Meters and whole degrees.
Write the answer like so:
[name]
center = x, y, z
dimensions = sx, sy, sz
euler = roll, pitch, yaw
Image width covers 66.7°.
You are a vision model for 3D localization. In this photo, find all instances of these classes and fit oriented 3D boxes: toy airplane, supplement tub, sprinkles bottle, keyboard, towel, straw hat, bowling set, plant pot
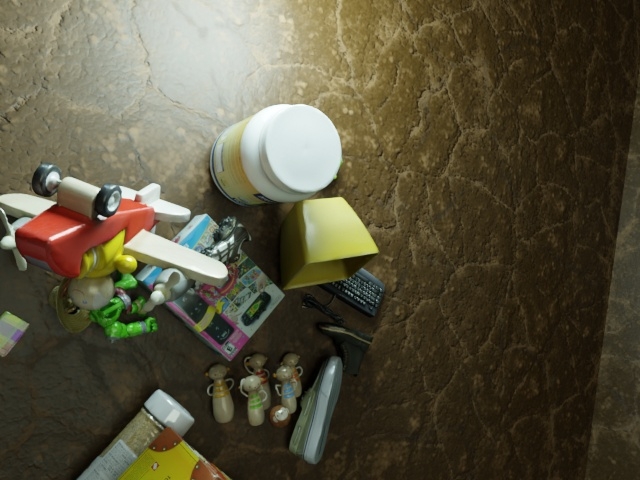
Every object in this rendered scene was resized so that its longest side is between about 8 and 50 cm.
[toy airplane]
center = -0.433, 0.005, 0.994
dimensions = 0.384, 0.386, 0.272
euler = 13, 96, -42
[supplement tub]
center = -0.115, -0.201, 1.189
dimensions = 0.228, 0.316, 0.228
euler = -1, 91, -32
[sprinkles bottle]
center = -0.452, 0.516, 1.104
dimensions = 0.355, 0.121, 0.121
euler = -49, 114, -22
[keyboard]
center = 0.057, 0.150, 1.471
dimensions = 0.317, 0.033, 0.201
euler = 34, 74, -27
[towel]
center = -0.669, 0.198, 1.030
dimensions = 0.060, 0.009, 0.083
euler = 41, 70, -25
[straw hat]
center = -0.556, 0.129, 1.066
dimensions = 0.061, 0.144, 0.144
euler = 2, 89, 9
[bowling set]
center = -0.130, 0.381, 1.267
dimensions = 0.287, 0.200, 0.154
euler = -10, 95, -35
[plant pot]
center = 0.000, 0.000, 1.321
dimensions = 0.212, 0.212, 0.187
euler = -8, 70, -25

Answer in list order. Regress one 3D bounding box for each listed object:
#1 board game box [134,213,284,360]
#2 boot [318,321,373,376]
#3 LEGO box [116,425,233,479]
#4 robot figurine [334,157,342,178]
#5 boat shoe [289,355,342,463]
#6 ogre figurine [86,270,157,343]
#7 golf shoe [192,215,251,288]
[board game box]
center = -0.272, 0.119, 1.227
dimensions = 0.303, 0.097, 0.224
euler = 49, 67, -22
[boot]
center = 0.064, 0.328, 1.457
dimensions = 0.198, 0.077, 0.137
euler = 23, 84, -29
[LEGO box]
center = -0.377, 0.719, 1.040
dimensions = 0.500, 0.193, 0.372
euler = -46, 137, -23
[robot figurine]
center = 0.015, -0.224, 1.417
dimensions = 0.115, 0.067, 0.101
euler = -34, 106, -27
[boat shoe]
center = -0.015, 0.473, 1.390
dimensions = 0.109, 0.094, 0.302
euler = 47, 57, -64
[ogre figurine]
center = -0.462, 0.142, 1.100
dimensions = 0.118, 0.097, 0.197
euler = -37, 122, -52
[golf shoe]
center = -0.235, 0.040, 1.150
dimensions = 0.094, 0.077, 0.198
euler = 41, 70, -26
